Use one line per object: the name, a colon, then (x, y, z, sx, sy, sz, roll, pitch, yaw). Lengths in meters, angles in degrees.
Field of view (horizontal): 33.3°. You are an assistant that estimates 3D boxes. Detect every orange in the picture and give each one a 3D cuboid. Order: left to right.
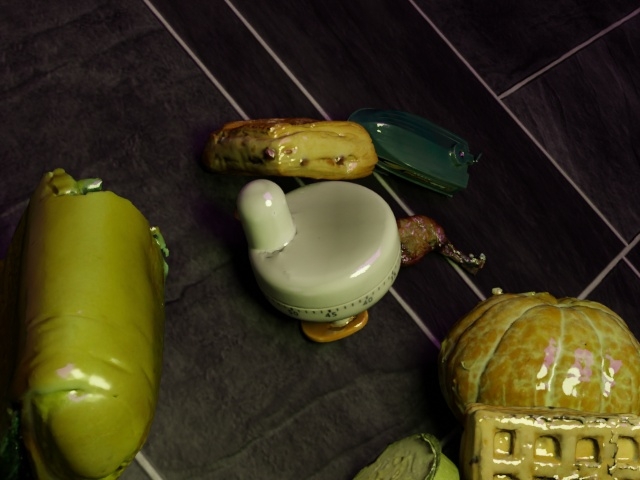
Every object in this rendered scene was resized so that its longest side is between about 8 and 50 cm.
orange: (0.344, 0.207, 1.641, 0.329, 0.329, 0.249, 7, 92, -33)

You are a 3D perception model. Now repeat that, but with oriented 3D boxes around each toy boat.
toy boat: (0.150, -0.166, 1.924, 0.296, 0.122, 0.114, 17, 68, -39)

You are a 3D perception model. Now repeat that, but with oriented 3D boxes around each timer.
timer: (0.000, 0.000, 1.603, 0.233, 0.240, 0.233, -8, 46, 8)

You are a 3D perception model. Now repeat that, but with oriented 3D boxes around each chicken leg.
chicken leg: (0.185, 0.008, 1.873, 0.253, 0.051, 0.106, 6, 61, -35)

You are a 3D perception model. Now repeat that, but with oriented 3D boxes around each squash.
squash: (0.112, 0.371, 1.416, 0.133, 0.220, 0.220, 41, 43, -4)

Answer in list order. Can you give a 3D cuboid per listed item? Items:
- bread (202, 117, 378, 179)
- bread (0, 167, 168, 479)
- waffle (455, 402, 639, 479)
bread: (-0.047, -0.149, 1.708, 0.235, 0.210, 0.099, -2, 96, -41)
bread: (-0.291, 0.123, 1.267, 0.208, 0.251, 0.377, 20, 37, -23)
waffle: (0.311, 0.411, 1.428, 0.260, 0.114, 0.376, 3, 88, -6)
